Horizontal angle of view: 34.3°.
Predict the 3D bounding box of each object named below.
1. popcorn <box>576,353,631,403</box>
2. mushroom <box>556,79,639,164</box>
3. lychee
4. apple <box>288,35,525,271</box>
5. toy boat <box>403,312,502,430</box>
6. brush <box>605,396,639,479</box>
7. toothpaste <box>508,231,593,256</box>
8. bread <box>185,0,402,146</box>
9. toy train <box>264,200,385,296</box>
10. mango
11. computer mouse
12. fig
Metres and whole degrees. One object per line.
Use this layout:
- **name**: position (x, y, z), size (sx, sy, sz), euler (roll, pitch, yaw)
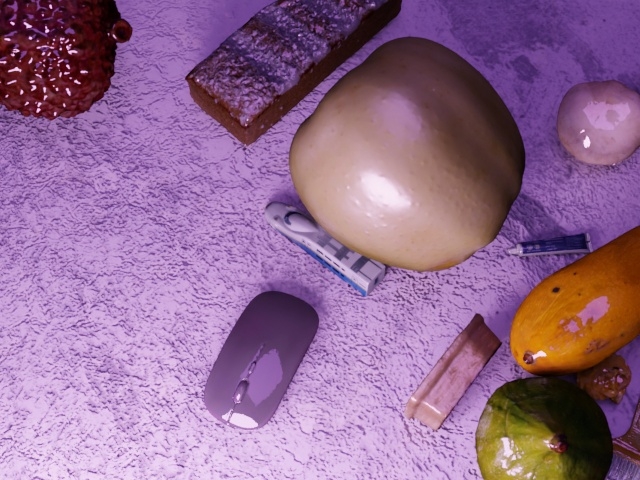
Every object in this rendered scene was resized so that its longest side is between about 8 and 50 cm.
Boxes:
- **popcorn**: position (0.435, 0.215, 1.569), size (0.084, 0.084, 0.084), euler (0, 62, 0)
- **mushroom**: position (0.477, -0.201, 1.758), size (0.154, 0.122, 0.154), euler (1, 94, 14)
- **lychee**: position (-0.473, -0.353, 1.743), size (0.330, 0.306, 0.306), euler (1, 62, 5)
- **apple**: position (0.136, -0.125, 1.595), size (0.357, 0.357, 0.357), euler (0, 62, 0)
- **toy boat**: position (0.204, 0.194, 1.545), size (0.061, 0.116, 0.188), euler (36, 70, 13)
- **brush**: position (0.484, 0.273, 1.558), size (0.083, 0.010, 0.218), euler (24, 64, 13)
- **toothpaste**: position (0.374, 0.010, 1.695), size (0.140, 0.021, 0.037), euler (-6, 69, -5)
- **bread**: position (-0.043, -0.353, 1.842), size (0.165, 0.113, 0.416), euler (37, 69, 20)
- **toy train**: position (0.000, 0.000, 1.685), size (0.234, 0.051, 0.052), euler (37, 64, 18)
- **mango**: position (0.429, 0.084, 1.568), size (0.359, 0.187, 0.144), euler (-34, 102, -18)
- **computer mouse**: position (-0.089, 0.177, 1.587), size (0.120, 0.057, 0.232), euler (23, 64, 13)
- **fig**: position (0.313, 0.267, 1.438), size (0.203, 0.235, 0.203), euler (-2, 65, 3)
